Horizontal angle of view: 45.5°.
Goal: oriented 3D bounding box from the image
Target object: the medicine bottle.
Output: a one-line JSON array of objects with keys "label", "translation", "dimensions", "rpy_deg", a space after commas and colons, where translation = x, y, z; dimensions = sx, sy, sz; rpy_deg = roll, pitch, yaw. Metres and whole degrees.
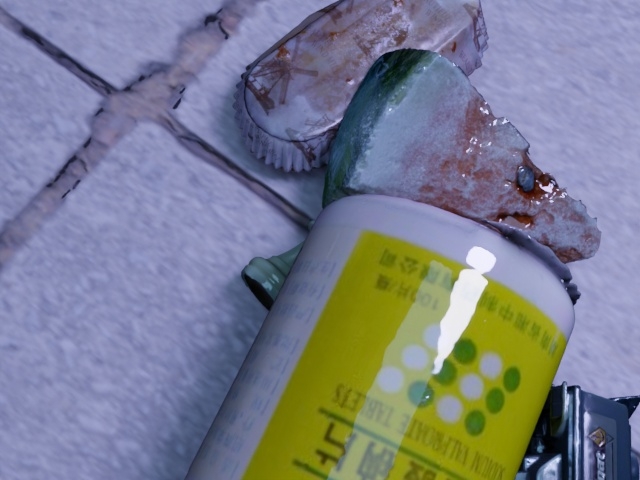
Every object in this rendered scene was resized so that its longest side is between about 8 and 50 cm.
[{"label": "medicine bottle", "translation": [0.021, 0.169, 0.547], "dimensions": [0.214, 0.213, 0.378], "rpy_deg": [24, 76, 7]}]

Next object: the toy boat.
[{"label": "toy boat", "translation": [0.170, 0.256, 0.572], "dimensions": [0.122, 0.114, 0.296], "rpy_deg": [10, 74, -4]}]

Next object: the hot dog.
[{"label": "hot dog", "translation": [0.042, -0.162, 0.715], "dimensions": [0.268, 0.075, 0.144], "rpy_deg": [-32, 81, -12]}]

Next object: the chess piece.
[{"label": "chess piece", "translation": [0.000, 0.000, 0.680], "dimensions": [0.059, 0.059, 0.149], "rpy_deg": [43, 73, 11]}]

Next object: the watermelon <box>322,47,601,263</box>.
[{"label": "watermelon", "translation": [0.129, -0.043, 0.655], "dimensions": [0.241, 0.094, 0.154], "rpy_deg": [27, 91, -15]}]
